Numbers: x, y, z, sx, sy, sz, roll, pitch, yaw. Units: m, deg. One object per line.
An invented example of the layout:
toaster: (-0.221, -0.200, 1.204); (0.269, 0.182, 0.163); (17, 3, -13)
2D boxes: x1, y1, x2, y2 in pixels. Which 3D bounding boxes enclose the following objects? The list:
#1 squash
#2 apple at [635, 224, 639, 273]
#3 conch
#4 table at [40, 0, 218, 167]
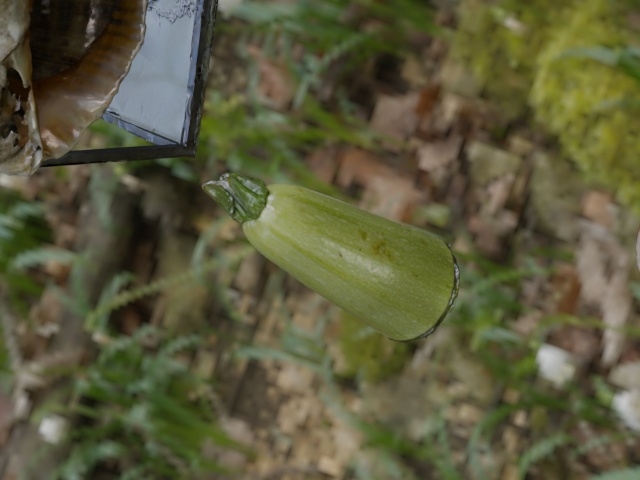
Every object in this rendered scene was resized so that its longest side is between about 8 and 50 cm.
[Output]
squash: (0.000, 0.000, 1.548); (0.094, 0.224, 0.094); (-34, 42, 38)
apple: (0.384, 0.005, 1.621); (0.295, 0.329, 0.365); (-21, -31, -38)
conch: (-0.254, -0.208, 1.543); (0.210, 0.159, 0.291); (-25, -53, -51)
table: (-0.339, -0.238, 2.317); (0.335, 0.272, 0.222); (23, 112, 42)
